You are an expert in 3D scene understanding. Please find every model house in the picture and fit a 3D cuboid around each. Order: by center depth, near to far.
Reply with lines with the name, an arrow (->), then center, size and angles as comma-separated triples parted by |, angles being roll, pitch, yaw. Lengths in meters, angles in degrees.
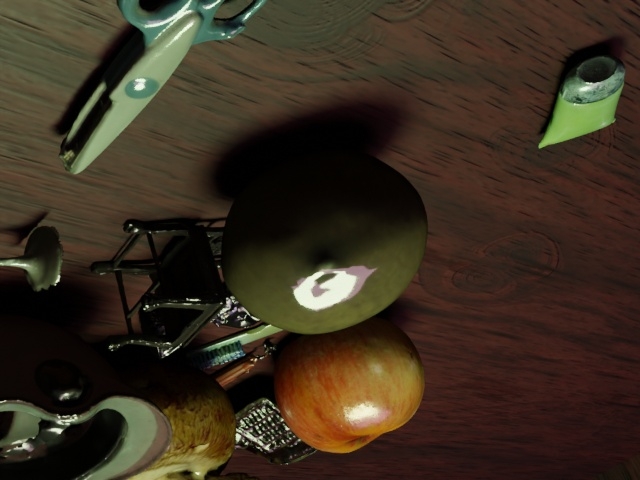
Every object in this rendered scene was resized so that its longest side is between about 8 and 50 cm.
model house -> -0.085, 0.266, 2.205 | 0.165, 0.106, 0.152 | -36, 156, 20

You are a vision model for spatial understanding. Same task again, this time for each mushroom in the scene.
mushroom -> -0.259, 0.271, 1.960 | 0.345, 0.239, 0.345 | -10, 132, -12

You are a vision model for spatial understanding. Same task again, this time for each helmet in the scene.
helmet -> -0.352, 0.188, 1.684 | 0.338, 0.197, 0.271 | -15, 150, -26

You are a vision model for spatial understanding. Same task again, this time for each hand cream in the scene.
hand cream -> 0.292, -0.152, 1.702 | 0.095, 0.046, 0.175 | -21, 164, -5

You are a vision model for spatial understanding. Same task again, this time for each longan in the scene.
longan -> 0.000, 0.000, 1.594 | 0.220, 0.197, 0.196 | -24, 158, -13

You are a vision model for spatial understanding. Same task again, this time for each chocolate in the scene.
chocolate -> -0.142, 0.090, 1.847 | 0.147, 0.070, 0.072 | -23, 149, -25

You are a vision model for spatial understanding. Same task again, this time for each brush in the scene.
brush -> -0.089, 0.130, 2.004 | 0.178, 0.030, 0.033 | -20, 147, -3

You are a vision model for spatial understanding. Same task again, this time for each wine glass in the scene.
wine glass -> -0.375, 0.017, 1.460 | 0.262, 0.074, 0.074 | 1, 148, -40

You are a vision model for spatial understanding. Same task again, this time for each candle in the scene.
candle -> -0.121, 0.179, 2.093 | 0.167, 0.021, 0.026 | -33, 135, 26

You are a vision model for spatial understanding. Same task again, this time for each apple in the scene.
apple -> 0.043, 0.196, 2.090 | 0.209, 0.164, 0.209 | -18, 159, -7

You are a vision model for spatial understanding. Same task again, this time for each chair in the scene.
chair -> -0.123, 0.043, 1.687 | 0.229, 0.113, 0.106 | 0, 151, -35

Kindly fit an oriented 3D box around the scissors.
scissors -> -0.151, -0.149, 1.317 | 0.138, 0.041, 0.289 | 1, 144, -41
